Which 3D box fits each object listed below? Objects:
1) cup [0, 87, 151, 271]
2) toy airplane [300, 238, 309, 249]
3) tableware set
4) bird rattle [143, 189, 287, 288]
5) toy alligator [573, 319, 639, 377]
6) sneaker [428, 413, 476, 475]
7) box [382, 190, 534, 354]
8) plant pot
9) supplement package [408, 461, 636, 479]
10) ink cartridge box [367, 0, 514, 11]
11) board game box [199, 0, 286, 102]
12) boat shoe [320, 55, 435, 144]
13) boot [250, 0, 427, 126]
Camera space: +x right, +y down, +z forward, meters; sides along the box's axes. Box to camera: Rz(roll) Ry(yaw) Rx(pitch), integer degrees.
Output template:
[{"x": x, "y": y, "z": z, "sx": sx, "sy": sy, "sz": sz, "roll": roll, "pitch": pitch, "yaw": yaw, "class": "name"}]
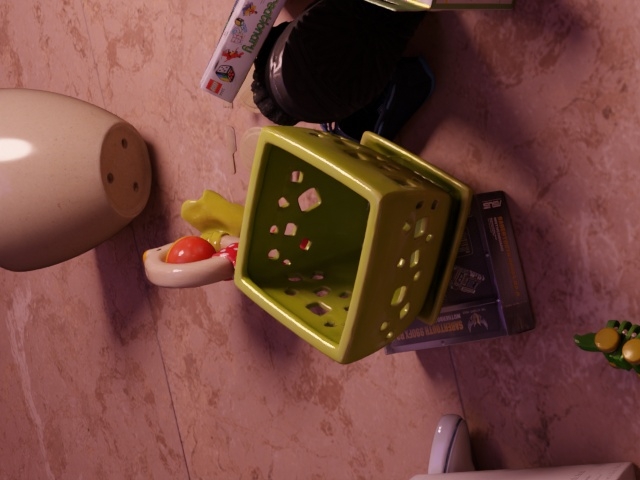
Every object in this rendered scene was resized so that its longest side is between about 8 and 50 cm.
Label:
[{"x": -0.439, "y": -0.116, "z": 1.959, "sx": 0.237, "sy": 0.331, "sz": 0.331, "roll": -4, "pitch": 96, "yaw": 24, "class": "cup"}, {"x": 0.000, "y": 0.000, "z": 1.667, "sx": 0.151, "sy": 0.028, "sz": 0.151, "roll": 11, "pitch": 105, "yaw": 47, "class": "toy airplane"}, {"x": -0.088, "y": -0.188, "z": 1.720, "sx": 0.128, "sy": 0.039, "sz": 0.194, "roll": 10, "pitch": 112, "yaw": 35, "class": "tableware set"}, {"x": -0.165, "y": 0.034, "z": 1.729, "sx": 0.253, "sy": 0.207, "sz": 0.143, "roll": -137, "pitch": 34, "yaw": -57, "class": "bird rattle"}, {"x": 0.374, "y": 0.128, "z": 1.261, "sx": 0.189, "sy": 0.056, "sz": 0.051, "roll": 22, "pitch": 74, "yaw": 44, "class": "toy alligator"}, {"x": 0.201, "y": 0.357, "z": 1.491, "sx": 0.091, "sy": 0.094, "sz": 0.258, "roll": 0, "pitch": 100, "yaw": 25, "class": "sneaker"}, {"x": 0.160, "y": 0.047, "z": 1.476, "sx": 0.231, "sy": 0.056, "sz": 0.183, "roll": -17, "pitch": 85, "yaw": 49, "class": "box"}, {"x": 0.050, "y": -0.008, "z": 1.388, "sx": 0.227, "sy": 0.207, "sz": 0.228, "roll": 33, "pitch": 120, "yaw": 39, "class": "plant pot"}, {"x": 0.222, "y": 0.375, "z": 1.324, "sx": 0.293, "sy": 0.177, "sz": 0.175, "roll": -10, "pitch": 91, "yaw": 29, "class": "supplement package"}, {"x": 0.129, "y": -0.313, "z": 1.314, "sx": 0.109, "sy": 0.209, "sz": 0.062, "roll": 32, "pitch": 122, "yaw": 40, "class": "ink cartridge box"}, {"x": -0.073, "y": -0.346, "z": 1.508, "sx": 0.193, "sy": 0.053, "sz": 0.305, "roll": -56, "pitch": 13, "yaw": 40, "class": "board game box"}, {"x": 0.050, "y": -0.162, "z": 1.528, "sx": 0.109, "sy": 0.089, "sz": 0.258, "roll": 54, "pitch": 133, "yaw": 26, "class": "boat shoe"}, {"x": -0.018, "y": -0.220, "z": 1.436, "sx": 0.260, "sy": 0.348, "sz": 0.131, "roll": -25, "pitch": 107, "yaw": 44, "class": "boot"}]
